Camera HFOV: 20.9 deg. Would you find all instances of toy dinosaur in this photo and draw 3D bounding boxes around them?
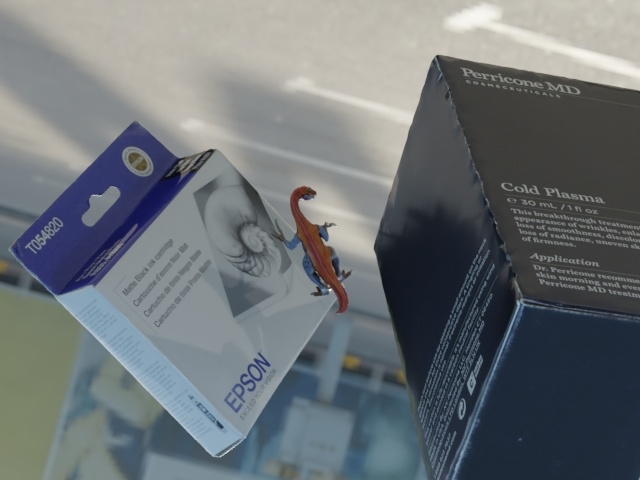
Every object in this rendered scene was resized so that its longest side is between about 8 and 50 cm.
[{"bbox_3d":[0.000,0.000,1.354,0.090,0.047,0.082,37,153,55],"label":"toy dinosaur"}]

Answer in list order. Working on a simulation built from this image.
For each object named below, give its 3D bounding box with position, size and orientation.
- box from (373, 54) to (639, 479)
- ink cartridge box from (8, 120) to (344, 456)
[{"bbox_3d":[0.238,0.045,1.187,0.343,0.179,0.312,9,-148,-12],"label":"box"},{"bbox_3d":[-0.103,0.022,1.356,0.224,0.223,0.045,45,128,-8],"label":"ink cartridge box"}]
